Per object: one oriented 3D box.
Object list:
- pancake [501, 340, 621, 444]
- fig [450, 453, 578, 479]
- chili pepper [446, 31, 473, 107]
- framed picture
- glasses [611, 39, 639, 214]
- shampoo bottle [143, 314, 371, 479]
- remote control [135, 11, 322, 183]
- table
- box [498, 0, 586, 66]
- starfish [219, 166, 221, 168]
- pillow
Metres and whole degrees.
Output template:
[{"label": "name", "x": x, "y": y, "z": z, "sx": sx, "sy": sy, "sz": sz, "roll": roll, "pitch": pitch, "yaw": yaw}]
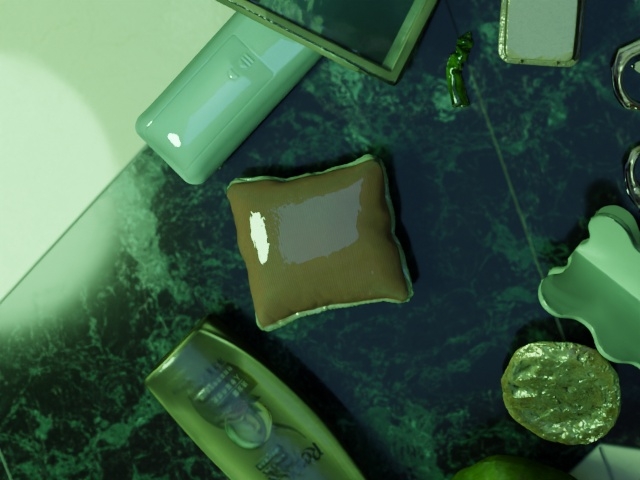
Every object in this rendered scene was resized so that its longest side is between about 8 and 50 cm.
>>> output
[{"label": "pancake", "x": 0.262, "y": 0.165, "z": 1.847, "sx": 0.139, "sy": 0.022, "sz": 0.139, "roll": 10, "pitch": 125, "yaw": 15}, {"label": "fig", "x": 0.204, "y": 0.341, "z": 1.783, "sx": 0.206, "sy": 0.275, "sz": 0.206, "roll": 2, "pitch": 102, "yaw": 9}, {"label": "chili pepper", "x": 0.149, "y": -0.184, "z": 1.817, "sx": 0.027, "sy": 0.022, "sz": 0.083, "roll": 14, "pitch": 106, "yaw": 39}, {"label": "framed picture", "x": 0.005, "y": -0.296, "z": 1.781, "sx": 0.260, "sy": 0.023, "sz": 0.189, "roll": 27, "pitch": 80, "yaw": 3}, {"label": "glasses", "x": 0.396, "y": -0.130, "z": 1.758, "sx": 0.162, "sy": 0.095, "sz": 0.255, "roll": -9, "pitch": 102, "yaw": 1}, {"label": "shampoo bottle", "x": -0.038, "y": 0.241, "z": 1.895, "sx": 0.125, "sy": 0.084, "sz": 0.350, "roll": -44, "pitch": 94, "yaw": 11}, {"label": "remote control", "x": -0.073, "y": -0.195, "z": 1.818, "sx": 0.103, "sy": 0.051, "sz": 0.293, "roll": 44, "pitch": 96, "yaw": 4}, {"label": "table", "x": 0.339, "y": 0.066, "z": 1.778, "sx": 0.198, "sy": 0.166, "sz": 0.166, "roll": 38, "pitch": 104, "yaw": 7}, {"label": "box", "x": 0.233, "y": -0.242, "z": 1.771, "sx": 0.089, "sy": 0.062, "sz": 0.122, "roll": 5, "pitch": 101, "yaw": 7}, {"label": "starfish", "x": -0.127, "y": -0.123, "z": 1.870, "sx": 0.092, "sy": 0.016, "sz": 0.086, "roll": -43, "pitch": 95, "yaw": 11}, {"label": "pillow", "x": 0.000, "y": 0.000, "z": 1.844, "sx": 0.179, "sy": 0.075, "sz": 0.171, "roll": -11, "pitch": 100, "yaw": 10}]
